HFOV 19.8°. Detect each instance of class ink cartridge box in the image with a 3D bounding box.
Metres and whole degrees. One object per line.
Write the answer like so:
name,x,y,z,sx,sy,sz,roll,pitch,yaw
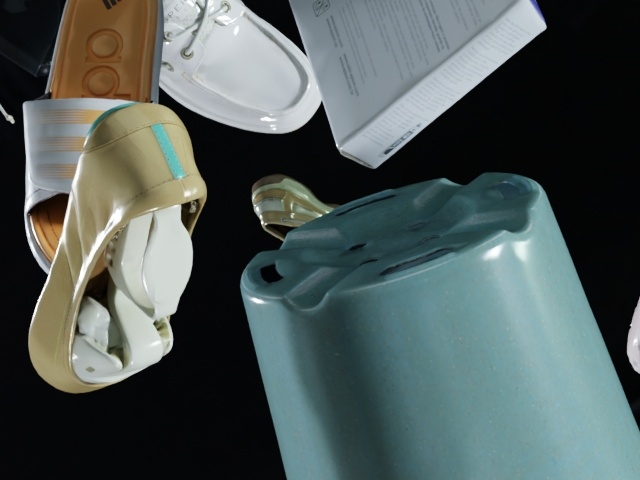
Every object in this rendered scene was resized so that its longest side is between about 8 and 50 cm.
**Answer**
ink cartridge box,0.075,-0.199,1.268,0.224,0.045,0.223,-39,-132,28

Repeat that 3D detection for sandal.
sandal,-0.163,-0.095,1.290,0.102,0.076,0.265,-3,-112,6

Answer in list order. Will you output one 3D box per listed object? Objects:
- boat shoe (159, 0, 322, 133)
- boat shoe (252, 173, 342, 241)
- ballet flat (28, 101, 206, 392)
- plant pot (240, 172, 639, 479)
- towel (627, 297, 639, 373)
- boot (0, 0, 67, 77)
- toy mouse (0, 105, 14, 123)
boat shoe,-0.122,-0.186,1.544,0.277,0.096,0.098,32,-102,6
boat shoe,0.000,0.000,1.956,0.068,0.190,0.072,-34,-135,36
ballet flat,-0.107,0.028,0.975,0.080,0.232,0.073,-20,-122,-27
plant pot,0.104,0.142,1.485,0.341,0.334,0.341,-16,-165,5
towel,0.356,-0.090,1.702,0.053,0.332,0.317,14,-135,7
boot,-0.305,-0.187,1.472,0.246,0.207,0.094,-58,-174,-5
toy mouse,-0.245,-0.139,1.218,0.031,0.143,0.161,-21,-164,-1
